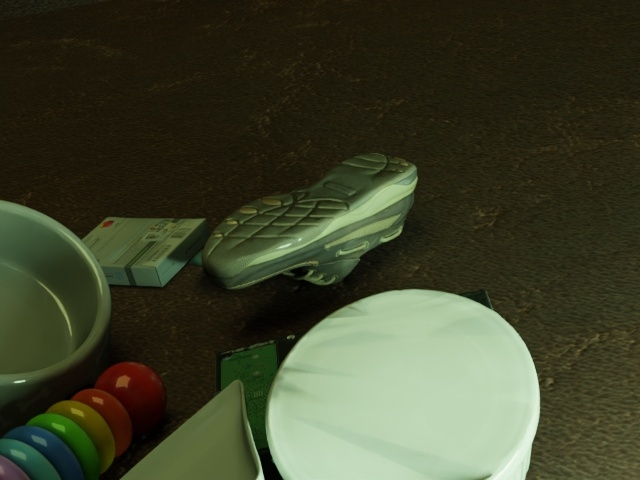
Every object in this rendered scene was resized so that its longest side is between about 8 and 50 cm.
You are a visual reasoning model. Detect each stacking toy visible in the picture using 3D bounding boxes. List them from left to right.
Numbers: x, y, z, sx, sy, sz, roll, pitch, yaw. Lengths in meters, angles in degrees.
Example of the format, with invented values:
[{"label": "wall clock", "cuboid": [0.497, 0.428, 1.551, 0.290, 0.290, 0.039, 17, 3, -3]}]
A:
[{"label": "stacking toy", "cuboid": [-0.289, 0.236, 1.671, 0.141, 0.141, 0.330, 4, 28, 33]}]

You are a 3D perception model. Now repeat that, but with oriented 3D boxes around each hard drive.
[{"label": "hard drive", "cuboid": [0.049, 0.172, 1.685, 0.339, 0.064, 0.237, -13, 26, 2]}]

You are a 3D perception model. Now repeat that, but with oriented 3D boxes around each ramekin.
[{"label": "ramekin", "cuboid": [0.088, 0.192, 1.479, 0.273, 0.127, 0.273, -7, 49, 8]}]

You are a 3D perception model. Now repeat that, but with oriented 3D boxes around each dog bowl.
[{"label": "dog bowl", "cuboid": [-0.422, 0.086, 1.855, 0.348, 0.102, 0.349, 14, 44, -14]}]

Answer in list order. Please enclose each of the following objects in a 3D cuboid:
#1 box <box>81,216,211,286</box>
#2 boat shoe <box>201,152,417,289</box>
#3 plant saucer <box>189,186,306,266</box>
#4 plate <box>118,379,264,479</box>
[{"label": "box", "cuboid": [-0.277, 0.015, 2.191, 0.186, 0.038, 0.145, 2, 31, 29]}, {"label": "boat shoe", "cuboid": [0.000, 0.000, 1.976, 0.355, 0.130, 0.132, -25, 33, -33]}, {"label": "plant saucer", "cuboid": [-0.093, -0.007, 2.071, 0.195, 0.037, 0.195, -33, -3, -2]}, {"label": "plate", "cuboid": [-0.160, 0.283, 1.475, 0.278, 0.045, 0.277, -42, 15, 4]}]
